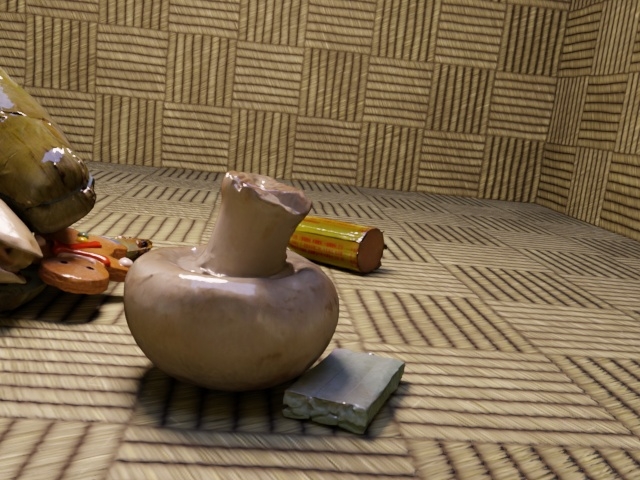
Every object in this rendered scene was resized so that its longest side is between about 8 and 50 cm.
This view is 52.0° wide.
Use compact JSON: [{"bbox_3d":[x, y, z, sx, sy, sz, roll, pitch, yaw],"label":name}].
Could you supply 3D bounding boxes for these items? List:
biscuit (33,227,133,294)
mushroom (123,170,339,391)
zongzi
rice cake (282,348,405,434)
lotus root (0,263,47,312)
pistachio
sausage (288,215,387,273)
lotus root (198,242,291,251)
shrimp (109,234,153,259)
[{"bbox_3d":[-0.439,0.027,1.201,0.205,0.049,0.324,16,11,-16],"label":"biscuit"},{"bbox_3d":[-0.119,0.050,0.906,0.297,0.290,0.297,7,11,-1],"label":"mushroom"},{"bbox_3d":[-0.548,-0.200,1.164,0.174,0.393,0.356,-27,21,-26],"label":"zongzi"},{"bbox_3d":[0.040,0.197,0.906,0.124,0.038,0.211,9,11,15],"label":"rice cake"},{"bbox_3d":[-0.558,0.073,1.108,0.183,0.078,0.203,19,16,3],"label":"lotus root"},{"bbox_3d":[-0.540,-0.009,1.045,0.223,0.126,0.152,27,-14,25],"label":"pistachio"},{"bbox_3d":[-0.001,0.000,1.665,0.317,0.117,0.125,11,-2,31],"label":"sausage"},{"bbox_3d":[-0.126,0.064,1.214,0.260,0.128,0.145,1,-16,-10],"label":"lotus root"},{"bbox_3d":[-0.480,0.021,1.451,0.145,0.061,0.267,3,9,38],"label":"shrimp"}]
